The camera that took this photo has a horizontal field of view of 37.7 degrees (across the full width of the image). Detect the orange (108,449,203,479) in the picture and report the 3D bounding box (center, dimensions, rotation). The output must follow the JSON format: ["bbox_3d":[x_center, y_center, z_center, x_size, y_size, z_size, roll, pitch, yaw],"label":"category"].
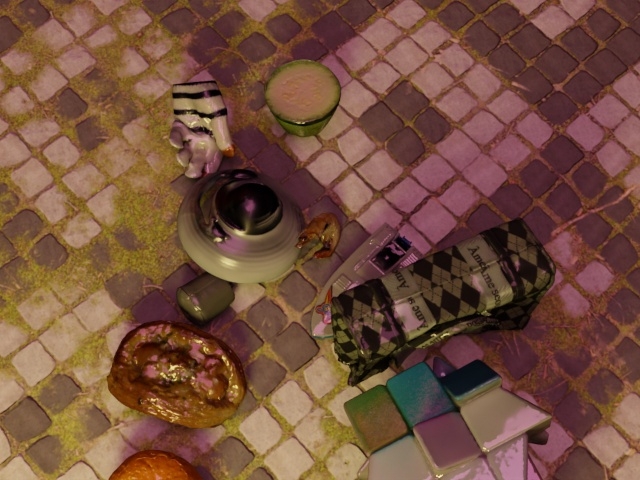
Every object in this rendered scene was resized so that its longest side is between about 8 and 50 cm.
[{"bbox_3d":[-0.311,0.492,1.762,0.193,0.161,0.193,3,64,-6],"label":"orange"}]

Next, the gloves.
[{"bbox_3d":[-0.263,-0.237,2.058,0.140,0.131,0.218,-7,101,-7],"label":"gloves"}]

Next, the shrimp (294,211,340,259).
[{"bbox_3d":[-0.007,0.000,1.981,0.045,0.095,0.162,13,30,30],"label":"shrimp"}]

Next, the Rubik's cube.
[{"bbox_3d":[0.231,0.401,1.728,0.388,0.358,0.367,3,66,10],"label":"Rubik's cube"}]

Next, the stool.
[{"bbox_3d":[-0.236,0.116,1.937,0.110,0.096,0.096,-35,75,-20],"label":"stool"}]

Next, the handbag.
[{"bbox_3d":[0.220,0.143,1.842,0.416,0.316,0.180,-21,66,-14],"label":"handbag"}]

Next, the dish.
[{"bbox_3d":[-0.152,-0.060,1.941,0.274,0.133,0.273,9,54,-12],"label":"dish"}]

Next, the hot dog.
[{"bbox_3d":[-0.283,0.270,1.863,0.272,0.122,0.196,20,64,6],"label":"hot dog"}]

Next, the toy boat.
[{"bbox_3d":[0.086,0.099,1.959,0.129,0.088,0.295,43,73,12],"label":"toy boat"}]

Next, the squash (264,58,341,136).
[{"bbox_3d":[-0.040,-0.308,2.081,0.170,0.123,0.170,1,71,-2],"label":"squash"}]
